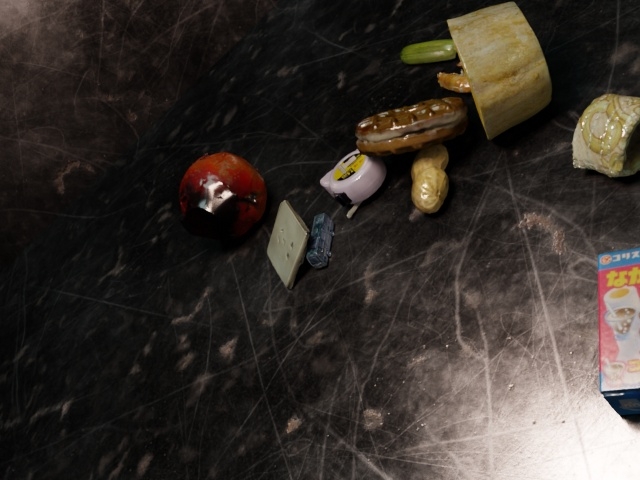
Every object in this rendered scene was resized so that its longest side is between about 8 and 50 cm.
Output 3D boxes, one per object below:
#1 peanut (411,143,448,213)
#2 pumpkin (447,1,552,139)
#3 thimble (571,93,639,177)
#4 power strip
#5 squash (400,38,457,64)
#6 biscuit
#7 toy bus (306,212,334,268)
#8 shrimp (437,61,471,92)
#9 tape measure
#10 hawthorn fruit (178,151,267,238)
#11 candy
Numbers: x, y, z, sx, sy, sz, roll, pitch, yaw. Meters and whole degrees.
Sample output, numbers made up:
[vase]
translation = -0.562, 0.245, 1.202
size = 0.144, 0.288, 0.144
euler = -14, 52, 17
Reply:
[peanut]
translation = 0.292, -0.169, 1.895
size = 0.103, 0.098, 0.229
euler = -7, 49, 16
[pumpkin]
translation = 0.469, -0.440, 1.826
size = 0.199, 0.332, 0.332
euler = -16, 44, 16
[thimble]
translation = 0.653, -0.229, 1.568
size = 0.190, 0.137, 0.143
euler = -57, 36, 3
[power strip]
translation = -0.081, 0.012, 2.088
size = 0.213, 0.065, 0.198
euler = 57, 135, 51
[squash]
translation = 0.352, -0.606, 2.281
size = 0.239, 0.069, 0.069
euler = 8, 61, 49
[biscuit]
translation = 0.251, -0.314, 1.958
size = 0.332, 0.103, 0.332
euler = -14, 14, 3
[toy bus]
translation = 0.000, 0.000, 2.042
size = 0.047, 0.065, 0.165
euler = -18, 43, 31
[shrimp]
translation = 0.431, -0.490, 2.119
size = 0.132, 0.051, 0.188
euler = -45, 42, -20
[tape measure]
translation = 0.108, -0.180, 2.087
size = 0.196, 0.105, 0.178
euler = -39, 29, 6
[hawthorn fruit]
translation = -0.327, -0.139, 2.316
size = 0.316, 0.316, 0.315
euler = -26, 40, 25
[candy]
translation = 0.598, 0.154, 1.286
size = 0.157, 0.100, 0.305
euler = -15, 46, 36
